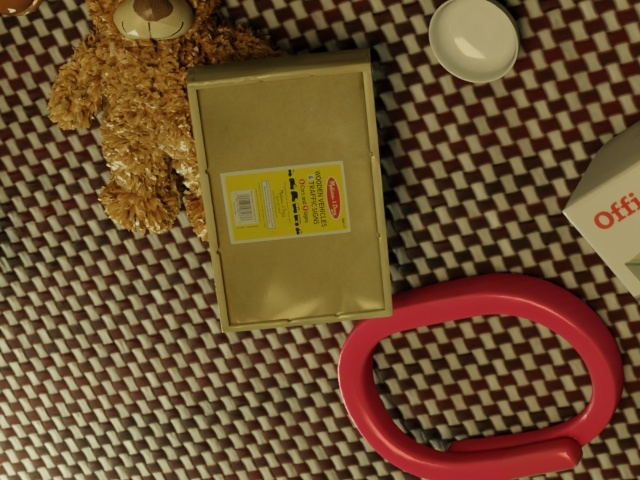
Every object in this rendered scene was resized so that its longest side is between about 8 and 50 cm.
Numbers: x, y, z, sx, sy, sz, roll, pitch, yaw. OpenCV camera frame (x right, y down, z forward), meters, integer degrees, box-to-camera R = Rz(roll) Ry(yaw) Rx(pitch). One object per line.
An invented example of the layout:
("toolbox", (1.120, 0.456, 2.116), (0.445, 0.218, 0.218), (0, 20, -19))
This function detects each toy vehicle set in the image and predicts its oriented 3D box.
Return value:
("toy vehicle set", (-0.025, -0.042, 1.779), (0.166, 0.035, 0.266), (-5, 119, 1))

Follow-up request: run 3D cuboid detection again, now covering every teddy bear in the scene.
("teddy bear", (-0.144, -0.137, 1.814), (0.245, 0.113, 0.338), (23, 128, 9))

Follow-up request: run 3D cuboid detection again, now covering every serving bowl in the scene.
("serving bowl", (0.139, -0.181, 1.692), (0.083, 0.027, 0.083), (13, 125, 20))

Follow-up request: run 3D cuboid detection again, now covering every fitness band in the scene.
("fitness band", (0.154, 0.135, 1.878), (0.291, 0.054, 0.209), (-13, 111, 32))

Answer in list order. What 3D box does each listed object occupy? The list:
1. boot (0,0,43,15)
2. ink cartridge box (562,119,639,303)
("boot", (-0.353, -0.300, 1.741), (0.109, 0.220, 0.283), (7, 123, 23))
("ink cartridge box", (0.372, 0.005, 1.637), (0.273, 0.115, 0.198), (48, 129, -8))
